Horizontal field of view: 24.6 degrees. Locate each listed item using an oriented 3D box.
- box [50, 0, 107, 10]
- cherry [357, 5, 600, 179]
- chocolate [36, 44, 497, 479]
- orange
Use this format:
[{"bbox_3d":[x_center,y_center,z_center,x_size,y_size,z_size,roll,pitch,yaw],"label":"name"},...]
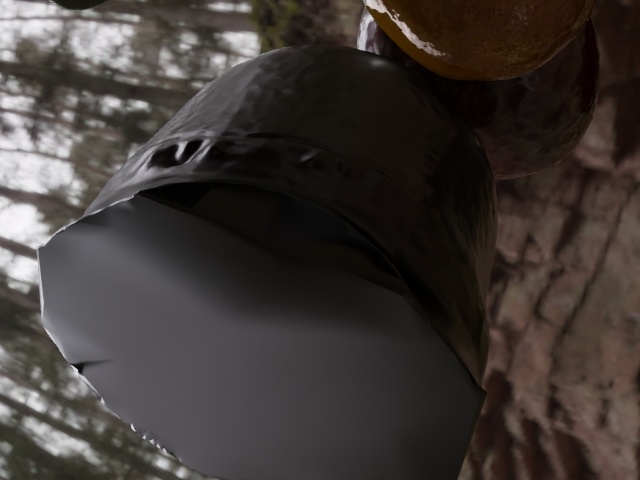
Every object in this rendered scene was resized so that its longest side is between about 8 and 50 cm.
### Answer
[{"bbox_3d":[-0.165,-0.405,1.095,0.352,0.343,0.177,-40,-38,14],"label":"box"},{"bbox_3d":[0.160,-0.167,1.420,0.300,0.230,0.203,47,-138,-46],"label":"cherry"},{"bbox_3d":[0.000,0.000,1.241,0.383,0.384,0.331,59,-138,-34],"label":"chocolate"},{"bbox_3d":[0.101,-0.178,0.946,0.159,0.159,0.136,-61,-5,-11],"label":"orange"}]
